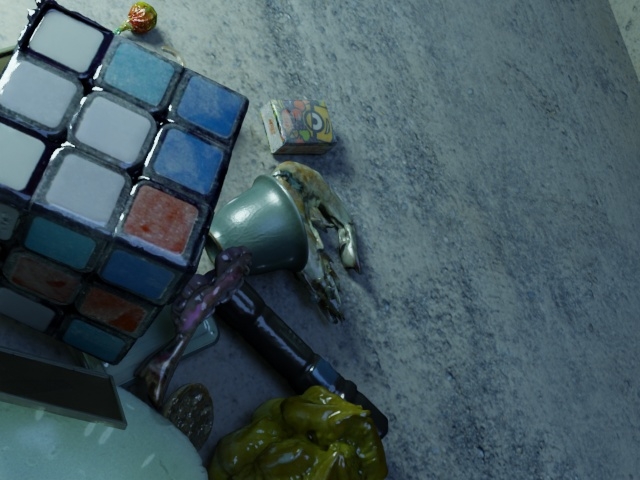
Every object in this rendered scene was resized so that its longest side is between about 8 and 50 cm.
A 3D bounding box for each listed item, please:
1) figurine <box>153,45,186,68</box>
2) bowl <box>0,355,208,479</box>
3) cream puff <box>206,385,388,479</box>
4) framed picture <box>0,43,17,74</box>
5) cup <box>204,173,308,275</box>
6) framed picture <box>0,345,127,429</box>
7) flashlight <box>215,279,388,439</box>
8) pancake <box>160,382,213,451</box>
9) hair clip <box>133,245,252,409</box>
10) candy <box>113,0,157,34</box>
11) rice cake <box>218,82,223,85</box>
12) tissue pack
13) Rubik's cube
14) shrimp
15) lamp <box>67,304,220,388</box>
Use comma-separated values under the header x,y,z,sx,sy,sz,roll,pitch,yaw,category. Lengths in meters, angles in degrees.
x,y,z,sx,sy,sz,roll,pitch,yaw,category
-0.311,-0.296,1.745,0.132,0.154,0.132,18,58,-32,figurine
-0.390,0.343,1.298,0.435,0.435,0.195,18,103,-32,bowl
-0.017,0.407,1.572,0.324,0.257,0.291,-36,91,-40,cream puff
-0.572,-0.219,1.589,0.265,0.018,0.192,-31,90,-44,framed picture
-0.136,-0.007,1.752,0.150,0.199,0.199,-24,85,-25,cup
-0.387,0.212,1.367,0.203,0.150,0.015,20,102,-28,framed picture
-0.044,0.231,1.750,0.424,0.103,0.103,45,48,-10,flashlight
-0.224,0.304,1.578,0.139,0.022,0.139,-15,108,-58,pancake
-0.217,0.136,1.571,0.069,0.173,0.300,29,72,7,hair clip
-0.392,-0.402,1.809,0.201,0.060,0.060,-42,98,-36,candy
-0.278,-0.191,1.782,0.063,0.066,0.336,49,48,-11,rice cake
-0.048,-0.240,1.997,0.148,0.060,0.108,-6,72,-39,tissue pack
-0.351,-0.076,1.419,0.363,0.359,0.362,25,51,-16,Rubik's cube
0.000,0.000,1.915,0.247,0.085,0.360,2,64,-47,shrimp
-0.328,0.102,1.611,0.267,0.047,0.269,-24,86,-41,lamp
